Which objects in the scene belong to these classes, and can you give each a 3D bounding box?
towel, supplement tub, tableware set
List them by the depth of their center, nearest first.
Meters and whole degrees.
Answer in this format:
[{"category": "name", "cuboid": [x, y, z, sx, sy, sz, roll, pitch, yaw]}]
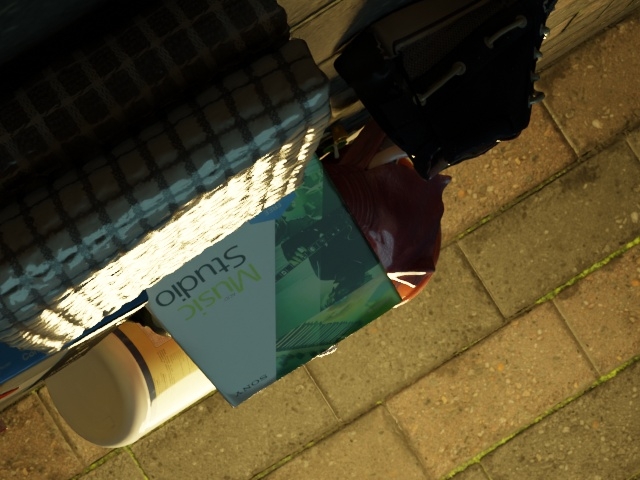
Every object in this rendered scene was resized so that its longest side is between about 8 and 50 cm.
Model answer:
[{"category": "towel", "cuboid": [-0.116, -0.047, 0.842, 0.235, 0.121, 0.284, -34, 177, -6]}, {"category": "tableware set", "cuboid": [0.060, -0.149, 1.963, 0.104, 0.024, 0.154, -31, 167, 37]}, {"category": "supplement tub", "cuboid": [-0.284, 0.185, 2.357, 0.316, 0.228, 0.228, -30, 177, -46]}]

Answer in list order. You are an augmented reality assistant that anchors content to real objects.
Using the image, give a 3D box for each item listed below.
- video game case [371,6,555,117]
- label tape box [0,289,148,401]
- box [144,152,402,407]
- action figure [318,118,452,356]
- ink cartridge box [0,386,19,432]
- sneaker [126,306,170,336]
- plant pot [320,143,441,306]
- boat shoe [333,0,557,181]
[{"category": "video game case", "cuboid": [0.201, -0.254, 1.987, 0.206, 0.026, 0.227, -31, 177, -44]}, {"category": "label tape box", "cuboid": [-0.298, 0.084, 1.270, 0.249, 0.115, 0.347, -30, 179, -31]}, {"category": "box", "cuboid": [-0.069, 0.025, 1.471, 0.232, 0.058, 0.322, -32, 139, 1]}, {"category": "action figure", "cuboid": [0.030, -0.042, 1.695, 0.370, 0.248, 0.276, -4, 133, -56]}, {"category": "ink cartridge box", "cuboid": [-0.311, 0.170, 1.220, 0.115, 0.029, 0.063, -32, 176, 31]}, {"category": "sneaker", "cuboid": [-0.251, 0.092, 1.993, 0.106, 0.101, 0.267, -19, -169, -6]}, {"category": "plant pot", "cuboid": [0.000, 0.000, 2.129, 0.272, 0.272, 0.265, -34, 170, 36]}, {"category": "boat shoe", "cuboid": [0.177, -0.183, 1.393, 0.340, 0.158, 0.127, -31, 178, -30]}]
